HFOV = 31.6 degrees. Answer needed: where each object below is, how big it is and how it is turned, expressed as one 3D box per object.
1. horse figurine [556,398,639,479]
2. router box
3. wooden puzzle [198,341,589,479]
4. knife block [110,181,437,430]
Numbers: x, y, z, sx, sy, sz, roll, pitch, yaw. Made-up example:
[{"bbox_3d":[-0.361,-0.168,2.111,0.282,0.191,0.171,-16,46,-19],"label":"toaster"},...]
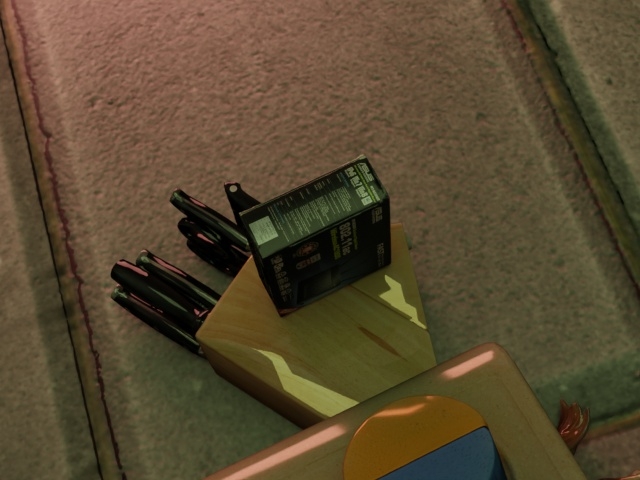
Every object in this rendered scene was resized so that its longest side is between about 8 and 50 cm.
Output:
[{"bbox_3d":[0.182,0.207,0.740,0.174,0.066,0.263,-21,25,-5],"label":"horse figurine"},{"bbox_3d":[0.000,0.000,0.773,0.092,0.122,0.038,-27,69,-6],"label":"router box"},{"bbox_3d":[0.018,0.219,0.623,0.322,0.080,0.348,-26,41,-2],"label":"wooden puzzle"},{"bbox_3d":[-0.037,0.084,0.855,0.242,0.088,0.275,-13,65,1],"label":"knife block"}]
